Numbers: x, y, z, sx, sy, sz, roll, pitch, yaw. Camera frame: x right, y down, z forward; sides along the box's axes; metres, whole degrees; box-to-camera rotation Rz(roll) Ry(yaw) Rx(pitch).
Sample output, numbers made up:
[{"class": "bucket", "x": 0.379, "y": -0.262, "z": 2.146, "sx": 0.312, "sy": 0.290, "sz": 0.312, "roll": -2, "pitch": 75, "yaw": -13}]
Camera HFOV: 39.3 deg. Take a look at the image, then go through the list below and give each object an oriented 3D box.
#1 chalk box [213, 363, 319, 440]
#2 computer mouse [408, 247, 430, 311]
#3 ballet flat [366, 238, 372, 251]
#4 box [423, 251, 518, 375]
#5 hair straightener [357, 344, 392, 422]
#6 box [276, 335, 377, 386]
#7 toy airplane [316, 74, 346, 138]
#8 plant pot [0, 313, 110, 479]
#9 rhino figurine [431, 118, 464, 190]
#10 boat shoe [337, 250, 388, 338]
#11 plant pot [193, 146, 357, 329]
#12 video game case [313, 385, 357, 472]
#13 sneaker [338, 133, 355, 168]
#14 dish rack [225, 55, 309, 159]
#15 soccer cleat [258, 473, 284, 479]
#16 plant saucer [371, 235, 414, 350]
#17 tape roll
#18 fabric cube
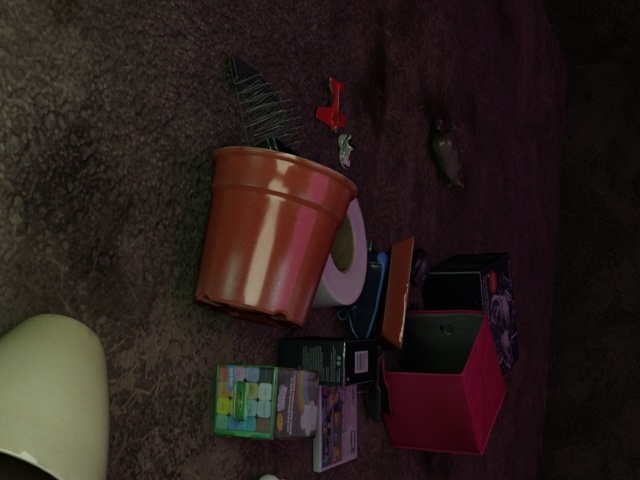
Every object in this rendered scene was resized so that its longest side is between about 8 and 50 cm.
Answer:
[{"class": "chalk box", "x": -0.111, "y": 0.296, "z": 1.649, "sx": 0.213, "sy": 0.132, "sz": 0.132, "roll": 21, "pitch": 71, "yaw": -59}, {"class": "computer mouse", "x": 0.270, "y": 0.133, "z": 2.463, "sx": 0.071, "sy": 0.041, "sz": 0.242, "roll": 39, "pitch": 55, "yaw": -55}, {"class": "ballet flat", "x": 0.098, "y": 0.065, "z": 2.119, "sx": 0.188, "sy": 0.070, "sz": 0.070, "roll": 80, "pitch": 26, "yaw": -44}, {"class": "box", "x": 0.448, "y": 0.228, "z": 2.641, "sx": 0.312, "sy": 0.179, "sz": 0.343, "roll": -21, "pitch": 106, "yaw": -62}, {"class": "hair straightener", "x": 0.125, "y": 0.343, "z": 2.133, "sx": 0.089, "sy": 0.047, "sz": 0.230, "roll": -25, "pitch": 129, "yaw": -31}, {"class": "box", "x": 0.015, "y": 0.247, "z": 1.853, "sx": 0.156, "sy": 0.158, "sz": 0.093, "roll": 8, "pitch": 82, "yaw": -62}, {"class": "toy airplane", "x": 0.034, "y": -0.309, "z": 2.071, "sx": 0.151, "sy": 0.028, "sz": 0.151, "roll": 9, "pitch": 80, "yaw": -63}, {"class": "plant pot", "x": -0.361, "y": 0.227, "z": 1.103, "sx": 0.274, "sy": 0.257, "sz": 0.256, "roll": -81, "pitch": 154, "yaw": -53}, {"class": "rhino figurine", "x": 0.389, "y": -0.240, "z": 2.682, "sx": 0.106, "sy": 0.073, "sz": 0.243, "roll": -71, "pitch": 147, "yaw": -41}, {"class": "boat shoe", "x": 0.095, "y": 0.129, "z": 2.077, "sx": 0.109, "sy": 0.089, "sz": 0.258, "roll": -65, "pitch": 166, "yaw": -63}, {"class": "plant pot", "x": -0.096, "y": 0.007, "z": 1.589, "sx": 0.272, "sy": 0.272, "sz": 0.265, "roll": 34, "pitch": 67, "yaw": -56}, {"class": "video game case", "x": 0.033, "y": 0.404, "z": 2.021, "sx": 0.183, "sy": 0.023, "sz": 0.201, "roll": 5, "pitch": 84, "yaw": -62}, {"class": "sneaker", "x": 0.064, "y": -0.209, "z": 2.111, "sx": 0.032, "sy": 0.037, "sz": 0.083, "roll": -30, "pitch": 115, "yaw": -61}, {"class": "dish rack", "x": -0.089, "y": -0.229, "z": 1.720, "sx": 0.208, "sy": 0.074, "sz": 0.271, "roll": 36, "pitch": 36, "yaw": -58}, {"class": "soccer cleat", "x": -0.095, "y": 0.548, "z": 1.735, "sx": 0.076, "sy": 0.068, "sz": 0.196, "roll": -23, "pitch": 107, "yaw": -45}, {"class": "plant saucer", "x": 0.166, "y": 0.129, "z": 2.133, "sx": 0.258, "sy": 0.048, "sz": 0.259, "roll": 117, "pitch": -18, "yaw": -81}, {"class": "tape roll", "x": 0.000, "y": 0.000, "z": 1.882, "sx": 0.286, "sy": 0.100, "sz": 0.286, "roll": -7, "pitch": 90, "yaw": -66}, {"class": "fabric cube", "x": 0.303, "y": 0.355, "z": 2.280, "sx": 0.259, "sy": 0.254, "sz": 0.258, "roll": -54, "pitch": 133, "yaw": -48}]
